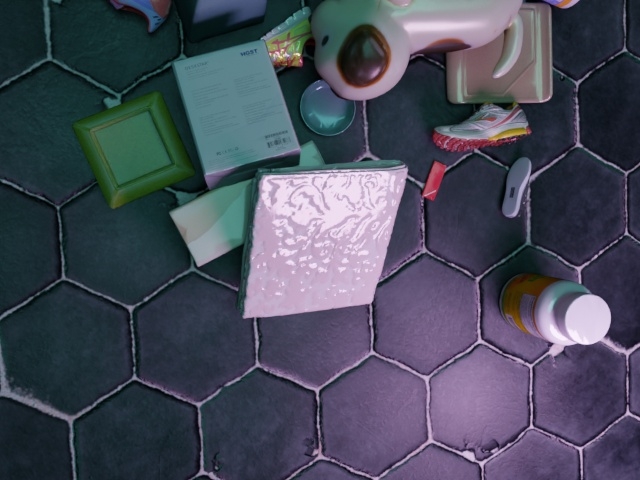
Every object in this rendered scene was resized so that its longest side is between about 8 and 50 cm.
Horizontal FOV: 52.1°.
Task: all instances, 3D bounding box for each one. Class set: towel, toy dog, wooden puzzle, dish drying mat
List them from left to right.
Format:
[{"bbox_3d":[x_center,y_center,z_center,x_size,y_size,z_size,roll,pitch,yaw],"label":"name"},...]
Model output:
[{"bbox_3d":[0.000,0.000,1.285,0.317,0.053,0.331,-5,125,-26],"label":"towel"},{"bbox_3d":[0.163,-0.442,1.296,0.408,0.284,0.395,-35,107,-7],"label":"toy dog"},{"bbox_3d":[0.253,-0.133,1.455,0.032,0.008,0.083,21,89,-11],"label":"dish drying mat"},{"bbox_3d":[0.394,-0.415,1.455,0.239,0.044,0.220,-3,94,-7],"label":"wooden puzzle"}]

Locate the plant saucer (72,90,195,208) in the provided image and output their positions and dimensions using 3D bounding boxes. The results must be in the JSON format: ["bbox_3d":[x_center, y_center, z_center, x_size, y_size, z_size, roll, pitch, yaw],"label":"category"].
[{"bbox_3d":[-0.371,-0.183,1.304,0.188,0.045,0.188,-24,97,-9],"label":"plant saucer"}]

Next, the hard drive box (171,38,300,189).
[{"bbox_3d":[-0.156,-0.234,1.216,0.181,0.089,0.232,-16,78,-7],"label":"hard drive box"}]

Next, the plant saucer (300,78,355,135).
[{"bbox_3d":[0.014,-0.282,1.391,0.120,0.021,0.119,-1,94,-12],"label":"plant saucer"}]

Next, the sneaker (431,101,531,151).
[{"bbox_3d":[0.347,-0.251,1.439,0.225,0.088,0.092,-10,83,-16],"label":"sneaker"}]

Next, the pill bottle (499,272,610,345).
[{"bbox_3d":[0.499,0.147,1.400,0.137,0.246,0.136,-1,93,-12],"label":"pill bottle"}]

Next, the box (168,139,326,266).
[{"bbox_3d":[-0.135,-0.075,1.310,0.311,0.148,0.121,-28,98,-10],"label":"box"}]

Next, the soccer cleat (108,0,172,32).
[{"bbox_3d":[-0.406,-0.504,1.265,0.248,0.083,0.095,30,91,-14],"label":"soccer cleat"}]

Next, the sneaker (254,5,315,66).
[{"bbox_3d":[-0.080,-0.385,1.336,0.208,0.081,0.094,-39,102,-8],"label":"sneaker"}]

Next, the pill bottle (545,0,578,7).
[{"bbox_3d":[0.444,-0.618,1.395,0.272,0.152,0.152,20,89,-12],"label":"pill bottle"}]

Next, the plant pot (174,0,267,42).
[{"bbox_3d":[-0.194,-0.498,1.227,0.166,0.234,0.165,-20,98,-10],"label":"plant pot"}]

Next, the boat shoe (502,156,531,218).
[{"bbox_3d":[0.447,-0.117,1.481,0.040,0.049,0.142,20,87,-45],"label":"boat shoe"}]
